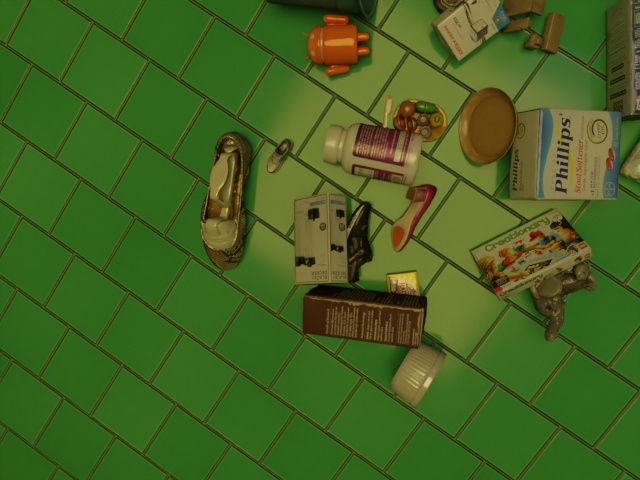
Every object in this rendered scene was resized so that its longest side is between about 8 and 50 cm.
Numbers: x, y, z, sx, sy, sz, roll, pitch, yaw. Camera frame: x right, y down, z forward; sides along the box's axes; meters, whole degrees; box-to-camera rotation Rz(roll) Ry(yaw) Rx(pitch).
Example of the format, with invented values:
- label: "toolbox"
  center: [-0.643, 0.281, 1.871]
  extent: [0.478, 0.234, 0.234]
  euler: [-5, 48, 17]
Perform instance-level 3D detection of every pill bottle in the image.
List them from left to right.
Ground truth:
- label: "pill bottle"
  center: [0.167, -0.285, 1.764]
  extent: [0.302, 0.169, 0.169]
  euler: [13, 97, 7]

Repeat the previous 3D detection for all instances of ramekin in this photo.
- label: "ramekin"
  center: [0.315, 0.430, 1.794]
  extent: [0.109, 0.207, 0.207]
  euler: [31, 99, 15]

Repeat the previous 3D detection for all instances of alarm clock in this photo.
- label: "alarm clock"
  center: [0.424, -0.762, 1.741]
  extent: [0.130, 0.064, 0.191]
  euler: [2, 98, 8]

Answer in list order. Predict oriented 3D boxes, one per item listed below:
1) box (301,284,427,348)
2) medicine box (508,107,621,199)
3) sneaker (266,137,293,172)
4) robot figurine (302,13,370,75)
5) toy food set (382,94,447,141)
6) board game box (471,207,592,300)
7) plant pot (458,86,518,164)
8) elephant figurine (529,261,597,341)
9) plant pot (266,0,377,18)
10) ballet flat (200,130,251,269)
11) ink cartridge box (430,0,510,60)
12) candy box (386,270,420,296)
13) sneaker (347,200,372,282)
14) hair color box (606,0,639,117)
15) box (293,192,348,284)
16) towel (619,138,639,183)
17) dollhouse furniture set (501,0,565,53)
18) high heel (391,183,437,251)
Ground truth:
- label: "box"
  center: [0.146, 0.242, 1.786]
  extent: [0.382, 0.191, 0.143]
  euler: [7, 97, 14]
- label: "medicine box"
  center: [0.730, -0.253, 1.648]
  extent: [0.290, 0.149, 0.263]
  euler: [-1, 96, -16]
- label: "sneaker"
  center: [-0.146, -0.291, 1.865]
  extent: [0.052, 0.058, 0.135]
  euler: [33, 99, 4]
- label: "robot figurine"
  center: [0.051, -0.629, 1.771]
  extent: [0.220, 0.158, 0.128]
  euler: [1, 61, 8]
- label: "toy food set"
  center: [0.306, -0.399, 1.783]
  extent: [0.218, 0.071, 0.128]
  euler: [15, 97, 7]
- label: "board game box"
  center: [0.655, 0.043, 1.722]
  extent: [0.305, 0.193, 0.053]
  euler: [-28, 133, 9]
- label: "plant pot"
  center: [0.524, -0.354, 1.702]
  extent: [0.033, 0.236, 0.236]
  euler: [-4, 96, -30]
- label: "elephant figurine"
  center: [0.726, 0.160, 1.721]
  extent: [0.239, 0.186, 0.169]
  euler: [-40, 111, 2]
- label: "plant pot"
  center: [-0.007, -0.862, 1.676]
  extent: [0.334, 0.341, 0.340]
  euler: [8, 96, 16]
- label: "ballet flat"
  center: [-0.331, -0.128, 1.844]
  extent: [0.164, 0.182, 0.482]
  euler: [8, 96, 7]
- label: "ink cartridge box"
  center: [0.463, -0.677, 1.700]
  extent: [0.191, 0.082, 0.139]
  euler: [-37, 117, 13]
- label: "candy box"
  center: [0.289, 0.210, 1.862]
  extent: [0.105, 0.027, 0.205]
  euler: [-8, 94, 8]
- label: "sneaker"
  center: [0.130, 0.009, 1.837]
  extent: [0.124, 0.107, 0.283]
  euler: [24, 108, 1]
- label: "hair color box"
  center: [0.935, -0.539, 1.627]
  extent: [0.105, 0.174, 0.346]
  euler: [-2, 95, 7]
- label: "box"
  center: [0.000, 0.000, 1.792]
  extent: [0.169, 0.087, 0.289]
  euler: [-5, 83, 44]
- label: "towel"
  center: [1.167, -0.258, 1.662]
  extent: [0.375, 0.090, 0.320]
  euler: [30, 98, 5]
- label: "dollhouse furniture set"
  center: [0.662, -0.675, 1.729]
  extent: [0.151, 0.123, 0.144]
  euler: [7, 98, -27]
- label: "high heel"
  center: [0.314, -0.074, 1.826]
  extent: [0.082, 0.117, 0.243]
  euler: [33, 118, 47]
